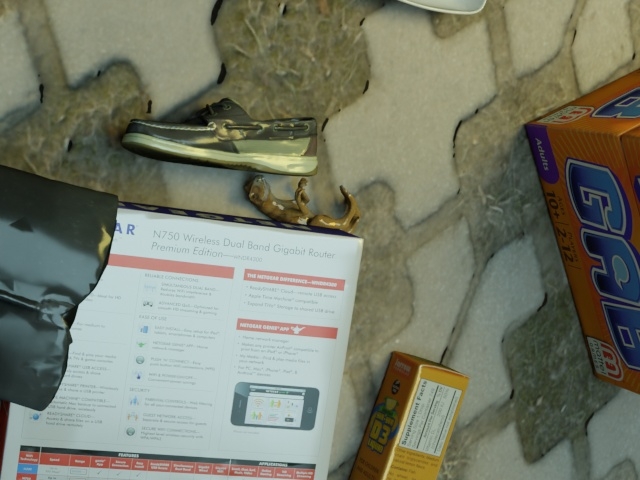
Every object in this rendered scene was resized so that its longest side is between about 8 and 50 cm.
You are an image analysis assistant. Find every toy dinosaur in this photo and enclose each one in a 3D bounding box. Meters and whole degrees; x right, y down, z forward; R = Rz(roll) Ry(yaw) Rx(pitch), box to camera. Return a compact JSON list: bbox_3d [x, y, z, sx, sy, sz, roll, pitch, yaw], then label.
[{"bbox_3d":[0.000,0.000,1.407,0.112,0.064,0.211,-39,104,-2],"label":"toy dinosaur"}]

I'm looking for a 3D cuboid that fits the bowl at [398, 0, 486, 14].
[{"bbox_3d":[0.122,-0.323,1.408,0.142,0.053,0.142,7,95,-28],"label":"bowl"}]

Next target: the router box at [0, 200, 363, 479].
[{"bbox_3d":[-0.143,0.120,1.301,0.336,0.082,0.301,8,95,-18],"label":"router box"}]

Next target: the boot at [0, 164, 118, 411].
[{"bbox_3d":[-0.380,-0.085,1.088,0.445,0.146,0.367,22,101,-12],"label":"boot"}]

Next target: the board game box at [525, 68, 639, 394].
[{"bbox_3d":[0.522,-0.027,1.490,0.357,0.356,0.356,-26,110,-21],"label":"board game box"}]

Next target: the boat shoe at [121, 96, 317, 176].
[{"bbox_3d":[-0.099,-0.111,1.322,0.224,0.080,0.073,6,90,-33],"label":"boat shoe"}]

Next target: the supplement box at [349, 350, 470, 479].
[{"bbox_3d":[0.091,0.250,1.477,0.080,0.078,0.233,21,88,-25],"label":"supplement box"}]
